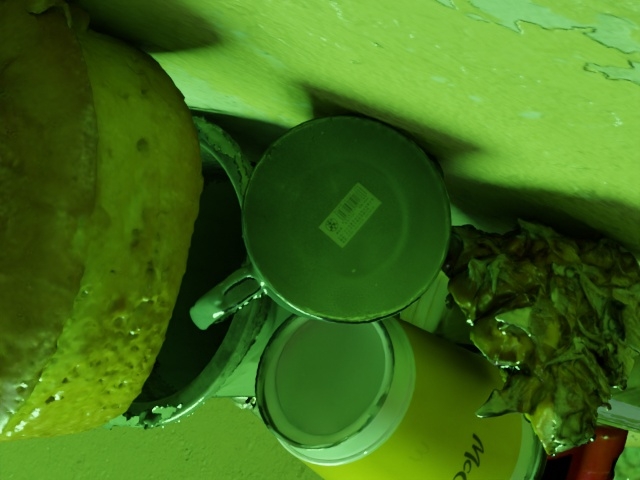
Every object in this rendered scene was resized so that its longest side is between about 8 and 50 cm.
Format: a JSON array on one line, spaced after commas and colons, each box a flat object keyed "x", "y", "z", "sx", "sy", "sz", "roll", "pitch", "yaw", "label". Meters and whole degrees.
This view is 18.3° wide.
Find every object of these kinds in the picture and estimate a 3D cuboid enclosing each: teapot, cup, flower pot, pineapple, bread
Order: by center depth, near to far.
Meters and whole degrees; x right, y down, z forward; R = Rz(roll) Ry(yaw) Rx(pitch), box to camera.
[{"x": -0.238, "y": -0.019, "z": 1.522, "sx": 0.204, "sy": 0.358, "sz": 0.337, "roll": 8, "pitch": 180, "yaw": -44, "label": "bread"}, {"x": 0.000, "y": 0.000, "z": 1.568, "sx": 0.162, "sy": 0.239, "sz": 0.149, "roll": 56, "pitch": 166, "yaw": 2, "label": "teapot"}, {"x": 0.187, "y": 0.041, "z": 1.616, "sx": 0.161, "sy": 0.158, "sz": 0.334, "roll": 61, "pitch": -167, "yaw": -15, "label": "pineapple"}, {"x": 0.070, "y": 0.155, "z": 1.709, "sx": 0.196, "sy": 0.196, "sz": 0.279, "roll": 13, "pitch": 166, "yaw": 34, "label": "cup"}, {"x": -0.077, "y": 0.035, "z": 1.796, "sx": 0.290, "sy": 0.290, "sz": 0.259, "roll": 10, "pitch": 180, "yaw": 44, "label": "flower pot"}]

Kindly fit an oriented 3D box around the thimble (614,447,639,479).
[{"x": 0.401, "y": 0.280, "z": 2.350, "sx": 0.291, "sy": 0.195, "sz": 0.291, "roll": 19, "pitch": 172, "yaw": 3, "label": "thimble"}]

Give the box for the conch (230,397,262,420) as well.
[{"x": -0.084, "y": 0.049, "z": 2.081, "sx": 0.210, "sy": 0.159, "sz": 0.291, "roll": -22, "pitch": 116, "yaw": 20, "label": "conch"}]

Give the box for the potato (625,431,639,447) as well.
[{"x": 0.337, "y": 0.176, "z": 2.166, "sx": 0.147, "sy": 0.112, "sz": 0.112, "roll": 10, "pitch": 169, "yaw": 11, "label": "potato"}]

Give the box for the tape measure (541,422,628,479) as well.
[{"x": 0.166, "y": 0.179, "z": 2.029, "sx": 0.260, "sy": 0.114, "sz": 0.253, "roll": -5, "pitch": -148, "yaw": -29, "label": "tape measure"}]

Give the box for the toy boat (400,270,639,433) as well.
[{"x": 0.281, "y": 0.128, "z": 1.924, "sx": 0.445, "sy": 0.136, "sz": 0.162, "roll": 17, "pitch": 175, "yaw": 9, "label": "toy boat"}]
